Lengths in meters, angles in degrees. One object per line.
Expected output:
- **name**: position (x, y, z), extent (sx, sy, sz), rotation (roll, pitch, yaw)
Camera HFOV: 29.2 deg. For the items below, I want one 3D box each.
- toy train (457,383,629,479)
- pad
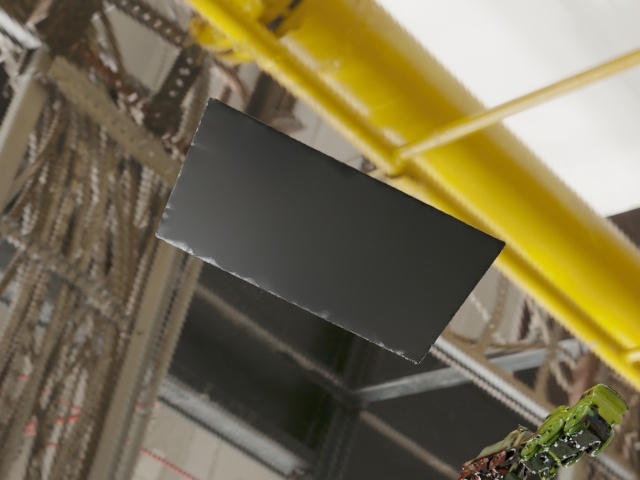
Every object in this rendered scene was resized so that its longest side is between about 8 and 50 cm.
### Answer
- **toy train**: position (0.245, 0.240, 1.407), extent (0.053, 0.250, 0.085), rotation (44, -132, -4)
- **pad**: position (0.000, 0.000, 0.963), extent (0.246, 0.170, 0.006), rotation (26, -135, -3)
